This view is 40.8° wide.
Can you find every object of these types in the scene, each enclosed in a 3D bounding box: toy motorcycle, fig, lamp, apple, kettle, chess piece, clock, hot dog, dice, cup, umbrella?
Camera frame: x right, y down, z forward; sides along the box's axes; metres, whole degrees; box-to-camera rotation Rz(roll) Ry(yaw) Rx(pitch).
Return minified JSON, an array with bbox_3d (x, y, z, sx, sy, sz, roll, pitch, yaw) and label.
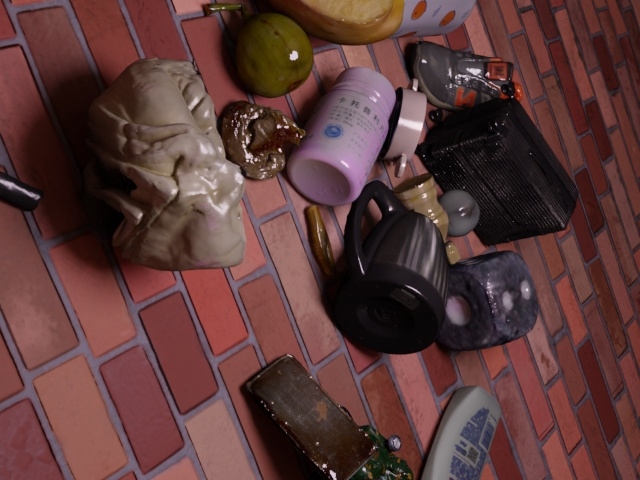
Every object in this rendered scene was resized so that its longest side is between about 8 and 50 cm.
[{"bbox_3d":[0.086,0.428,1.535,0.274,0.124,0.187,44,43,-30],"label":"toy motorcycle"},{"bbox_3d":[-0.097,-0.345,1.543,0.142,0.148,0.186,69,-5,-66],"label":"fig"},{"bbox_3d":[0.297,-0.060,1.887,0.105,0.105,0.105,14,70,-43],"label":"lamp"},{"bbox_3d":[0.012,-0.496,1.577,0.314,0.252,0.309,-5,74,-67],"label":"apple"},{"bbox_3d":[0.138,0.045,1.654,0.250,0.207,0.271,27,46,-2],"label":"kettle"},{"bbox_3d":[0.234,-0.036,1.828,0.090,0.090,0.200,-42,112,-43],"label":"chess piece"},{"bbox_3d":[0.162,-0.234,1.758,0.063,0.155,0.229,15,68,-8],"label":"clock"},{"bbox_3d":[-0.001,0.000,1.618,0.044,0.028,0.137,-32,107,-72],"label":"hot dog"},{"bbox_3d":[0.341,0.128,1.827,0.183,0.182,0.182,-18,95,-46],"label":"dice"},{"bbox_3d":[0.184,-0.532,1.815,0.317,0.212,0.212,-15,91,-49],"label":"cup"},{"bbox_3d":[-0.443,-0.078,1.178,0.133,0.031,0.036,30,58,-37],"label":"umbrella"}]

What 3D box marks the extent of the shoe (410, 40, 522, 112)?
[{"bbox_3d":[0.354,-0.371,1.976,0.336,0.171,0.132,21,66,-42],"label":"shoe"}]

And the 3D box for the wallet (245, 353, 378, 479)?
[{"bbox_3d":[-0.017,0.301,1.448,0.232,0.031,0.122,47,48,12],"label":"wallet"}]

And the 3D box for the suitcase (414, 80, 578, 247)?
[{"bbox_3d":[0.402,-0.158,1.928,0.335,0.229,0.152,48,50,-26],"label":"suitcase"}]

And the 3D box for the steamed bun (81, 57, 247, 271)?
[{"bbox_3d":[-0.241,-0.096,1.245,0.206,0.275,0.320,-12,58,-19],"label":"steamed bun"}]

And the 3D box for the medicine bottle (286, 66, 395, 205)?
[{"bbox_3d":[0.045,-0.200,1.628,0.152,0.152,0.255,45,52,-29],"label":"medicine bottle"}]

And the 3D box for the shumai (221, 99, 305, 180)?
[{"bbox_3d":[-0.109,-0.187,1.515,0.139,0.105,0.123,47,49,7],"label":"shumai"}]

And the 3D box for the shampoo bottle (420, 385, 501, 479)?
[{"bbox_3d":[0.268,0.461,1.744,0.134,0.078,0.359,47,51,-23],"label":"shampoo bottle"}]
